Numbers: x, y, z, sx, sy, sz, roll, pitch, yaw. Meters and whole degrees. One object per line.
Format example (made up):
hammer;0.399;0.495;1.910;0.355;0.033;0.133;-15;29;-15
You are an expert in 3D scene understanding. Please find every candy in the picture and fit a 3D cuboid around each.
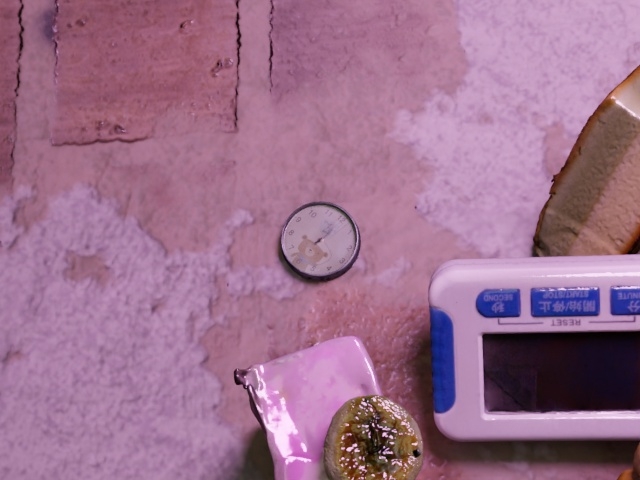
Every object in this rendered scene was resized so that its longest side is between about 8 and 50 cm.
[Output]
candy;0.005;0.191;1.151;0.116;0.265;0.155;-18;73;-4

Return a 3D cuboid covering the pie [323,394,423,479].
pie;0.042;0.162;1.009;0.084;0.021;0.084;-1;77;3

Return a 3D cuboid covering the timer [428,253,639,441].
timer;0.231;0.100;1.223;0.253;0.078;0.178;-1;108;7

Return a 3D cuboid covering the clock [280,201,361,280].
clock;0.000;0.000;1.332;0.085;0.017;0.085;-1;74;5

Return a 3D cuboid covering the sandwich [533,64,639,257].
sandwich;0.316;-0.073;1.282;0.108;0.220;0.186;37;44;16

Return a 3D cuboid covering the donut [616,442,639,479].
donut;0.350;0.332;0.991;0.198;0.449;0.449;-25;73;10
